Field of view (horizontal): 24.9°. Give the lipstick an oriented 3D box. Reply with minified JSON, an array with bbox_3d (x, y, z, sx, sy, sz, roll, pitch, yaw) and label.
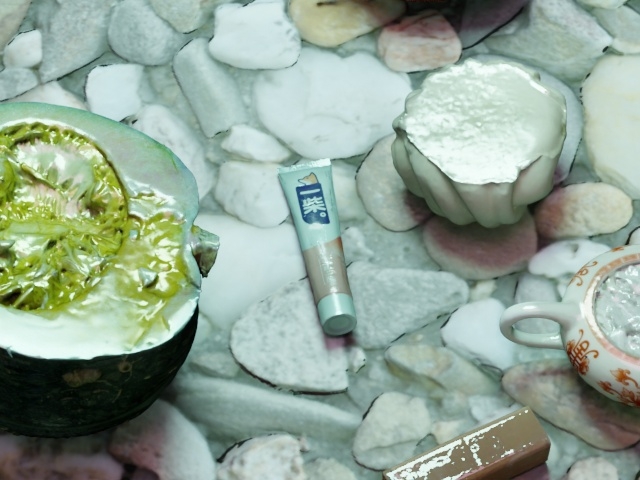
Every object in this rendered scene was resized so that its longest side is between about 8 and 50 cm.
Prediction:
[{"bbox_3d":[0.127,0.197,1.267,0.145,0.045,0.045,-22,56,-13],"label":"lipstick"}]

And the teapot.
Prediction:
[{"bbox_3d":[0.283,0.078,1.303,0.245,0.116,0.159,-5,68,-4],"label":"teapot"}]

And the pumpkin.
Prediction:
[{"bbox_3d":[-0.232,0.045,1.301,0.263,0.197,0.293,8,49,-7],"label":"pumpkin"}]

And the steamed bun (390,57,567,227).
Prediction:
[{"bbox_3d":[0.156,-0.092,1.426,0.182,0.106,0.183,-3,56,5],"label":"steamed bun"}]

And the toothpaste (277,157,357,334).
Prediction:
[{"bbox_3d":[0.000,0.000,1.414,0.056,0.036,0.205,-9,52,-4],"label":"toothpaste"}]
